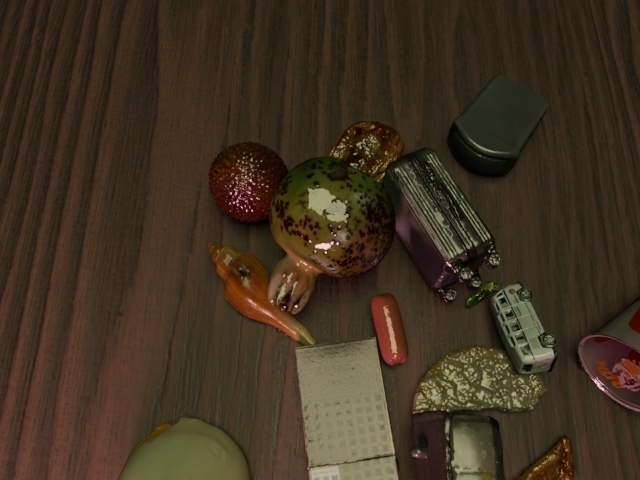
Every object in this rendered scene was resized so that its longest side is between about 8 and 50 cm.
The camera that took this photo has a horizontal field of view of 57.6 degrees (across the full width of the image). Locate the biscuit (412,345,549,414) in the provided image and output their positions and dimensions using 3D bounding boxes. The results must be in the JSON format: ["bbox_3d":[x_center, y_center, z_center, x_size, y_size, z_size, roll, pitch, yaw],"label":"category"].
[{"bbox_3d":[0.328,0.291,1.220,0.290,0.038,0.141,-3,67,-2],"label":"biscuit"}]

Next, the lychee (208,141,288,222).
[{"bbox_3d":[-0.161,-0.134,1.323,0.194,0.194,0.194,0,68,0],"label":"lychee"}]

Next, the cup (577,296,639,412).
[{"bbox_3d":[0.699,0.187,1.193,0.288,0.203,0.203,-35,72,-19],"label":"cup"}]

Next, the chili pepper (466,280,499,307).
[{"bbox_3d":[0.356,0.115,1.276,0.030,0.091,0.034,42,35,-5],"label":"chili pepper"}]

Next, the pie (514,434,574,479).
[{"bbox_3d":[0.440,0.475,1.148,0.191,0.033,0.088,-30,78,-17],"label":"pie"}]

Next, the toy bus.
[{"bbox_3d":[0.421,0.183,1.223,0.089,0.087,0.194,-14,54,0],"label":"toy bus"}]

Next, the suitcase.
[{"bbox_3d":[0.249,-0.035,1.266,0.128,0.202,0.312,-24,70,-9],"label":"suitcase"}]

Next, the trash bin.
[{"bbox_3d":[0.427,-0.273,1.420,0.177,0.101,0.236,34,69,15],"label":"trash bin"}]

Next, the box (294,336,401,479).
[{"bbox_3d":[0.053,0.370,1.187,0.180,0.047,0.325,-7,67,-2],"label":"box"}]

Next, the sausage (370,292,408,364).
[{"bbox_3d":[0.148,0.190,1.250,0.062,0.062,0.154,-9,68,-3],"label":"sausage"}]

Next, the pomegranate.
[{"bbox_3d":[0.000,0.000,1.228,0.285,0.285,0.340,29,88,12],"label":"pomegranate"}]

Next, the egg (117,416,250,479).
[{"bbox_3d":[-0.262,0.477,1.080,0.264,0.174,0.286,21,66,5],"label":"egg"}]

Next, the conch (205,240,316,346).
[{"bbox_3d":[-0.137,0.113,1.268,0.330,0.093,0.109,42,67,15],"label":"conch"}]

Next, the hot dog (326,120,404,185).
[{"bbox_3d":[0.107,-0.195,1.391,0.160,0.099,0.227,21,67,15],"label":"hot dog"}]

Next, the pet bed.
[{"bbox_3d":[0.242,0.432,1.086,0.159,0.183,0.211,4,69,-3],"label":"pet bed"}]
